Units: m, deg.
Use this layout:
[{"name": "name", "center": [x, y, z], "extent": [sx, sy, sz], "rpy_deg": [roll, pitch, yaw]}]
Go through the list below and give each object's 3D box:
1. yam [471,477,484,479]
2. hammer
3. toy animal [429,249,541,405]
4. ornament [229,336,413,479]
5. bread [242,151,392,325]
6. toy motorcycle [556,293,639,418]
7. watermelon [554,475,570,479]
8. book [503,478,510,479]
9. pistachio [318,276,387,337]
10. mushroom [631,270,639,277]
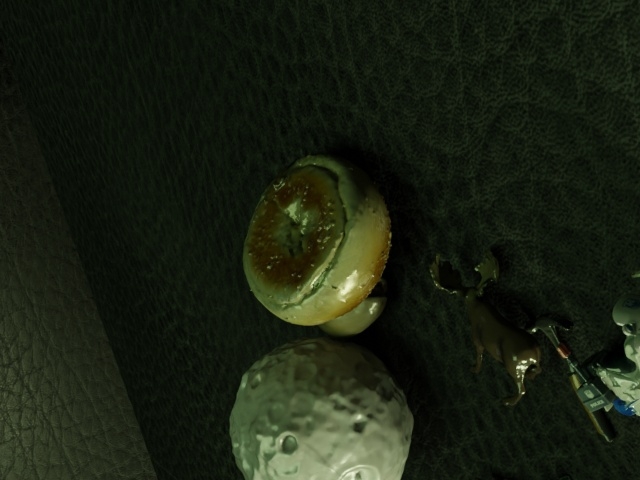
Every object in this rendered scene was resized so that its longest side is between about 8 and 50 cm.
[{"name": "yam", "center": [0.302, 0.425, 1.448], "extent": [0.145, 0.032, 0.032], "rpy_deg": [11, 120, 60]}, {"name": "hammer", "center": [0.366, 0.195, 1.251], "extent": [0.201, 0.021, 0.078], "rpy_deg": [62, 149, 5]}, {"name": "toy animal", "center": [0.252, 0.116, 1.301], "extent": [0.214, 0.093, 0.186], "rpy_deg": [42, 153, 52]}, {"name": "ornament", "center": [0.007, 0.346, 1.596], "extent": [0.337, 0.337, 0.337], "rpy_deg": [35, 138, 39]}, {"name": "bread", "center": [0.000, 0.000, 1.474], "extent": [0.305, 0.158, 0.305], "rpy_deg": [-24, 58, 44]}, {"name": "toy motorcycle", "center": [0.400, 0.146, 1.098], "extent": [0.150, 0.102, 0.221], "rpy_deg": [47, 146, 6]}, {"name": "watermelon", "center": [0.369, 0.406, 1.384], "extent": [0.061, 0.085, 0.085], "rpy_deg": [-85, -15, -67]}, {"name": "book", "center": [0.349, 0.534, 1.467], "extent": [0.160, 0.024, 0.228], "rpy_deg": [31, 128, 53]}, {"name": "pistachio", "center": [0.054, 0.111, 1.577], "extent": [0.185, 0.124, 0.124], "rpy_deg": [-26, 89, 51]}, {"name": "mushroom", "center": [0.483, 0.059, 0.974], "extent": [0.306, 0.043, 0.068], "rpy_deg": [-8, 87, 59]}]
